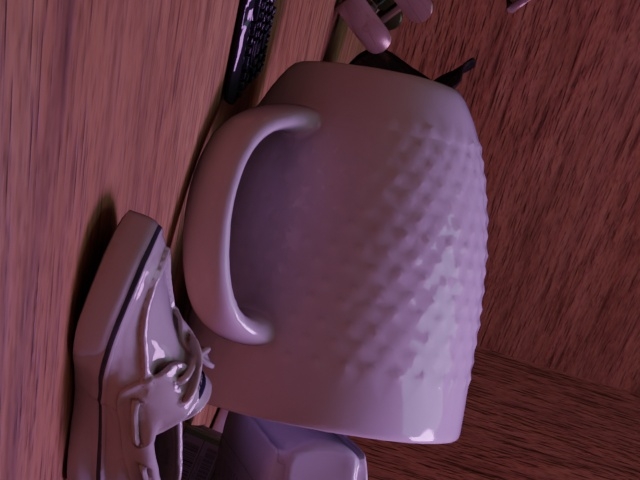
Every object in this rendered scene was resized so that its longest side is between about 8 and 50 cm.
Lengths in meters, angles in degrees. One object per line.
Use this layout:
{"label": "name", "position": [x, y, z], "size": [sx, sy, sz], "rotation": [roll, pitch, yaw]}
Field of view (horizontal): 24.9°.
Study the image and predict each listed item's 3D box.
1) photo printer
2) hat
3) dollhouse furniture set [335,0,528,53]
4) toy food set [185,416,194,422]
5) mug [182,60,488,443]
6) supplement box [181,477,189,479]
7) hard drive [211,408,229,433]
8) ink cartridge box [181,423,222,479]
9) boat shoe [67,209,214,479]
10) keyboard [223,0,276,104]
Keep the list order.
{"label": "photo printer", "position": [-0.043, 0.293, 1.464], "size": [0.307, 0.107, 0.256], "rotation": [-161, -102, -77]}
{"label": "hat", "position": [0.073, -0.204, 2.173], "size": [0.331, 0.134, 0.331], "rotation": [-41, -174, 5]}
{"label": "dollhouse furniture set", "position": [0.169, -0.358, 2.132], "size": [0.242, 0.161, 0.212], "rotation": [-35, -170, 16]}
{"label": "toy food set", "position": [-0.139, 0.161, 1.636], "size": [0.083, 0.020, 0.082], "rotation": [-59, 166, -76]}
{"label": "mug", "position": [0.000, 0.000, 1.347], "size": [0.374, 0.276, 0.328], "rotation": [11, 89, -57]}
{"label": "supplement box", "position": [-0.156, 0.326, 1.424], "size": [0.081, 0.104, 0.188], "rotation": [-69, 174, -57]}
{"label": "hard drive", "position": [-0.133, 0.284, 2.258], "size": [0.318, 0.040, 0.210], "rotation": [-69, 175, -58]}
{"label": "ink cartridge box", "position": [-0.155, 0.300, 1.689], "size": [0.235, 0.056, 0.171], "rotation": [72, 40, -82]}
{"label": "boat shoe", "position": [-0.117, 0.091, 0.981], "size": [0.096, 0.088, 0.267], "rotation": [-70, 176, -49]}
{"label": "keyboard", "position": [-0.047, -0.213, 1.235], "size": [0.108, 0.023, 0.180], "rotation": [-70, 176, -53]}
